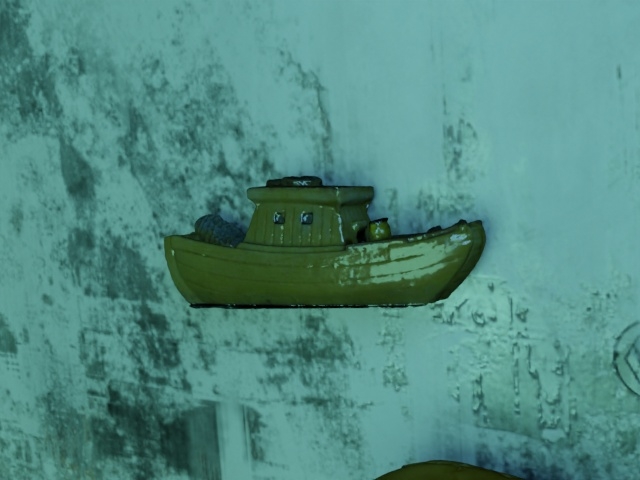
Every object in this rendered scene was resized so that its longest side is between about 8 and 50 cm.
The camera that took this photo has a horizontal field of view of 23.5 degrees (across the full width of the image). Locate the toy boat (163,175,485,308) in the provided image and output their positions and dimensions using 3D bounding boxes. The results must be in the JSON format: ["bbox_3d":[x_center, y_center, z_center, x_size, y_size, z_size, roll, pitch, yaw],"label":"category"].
[{"bbox_3d":[0.000,0.000,1.421,0.321,0.089,0.121,-2,92,31],"label":"toy boat"}]

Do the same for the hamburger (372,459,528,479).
[{"bbox_3d":[0.129,0.308,1.316,0.319,0.318,0.158,10,112,28],"label":"hamburger"}]
